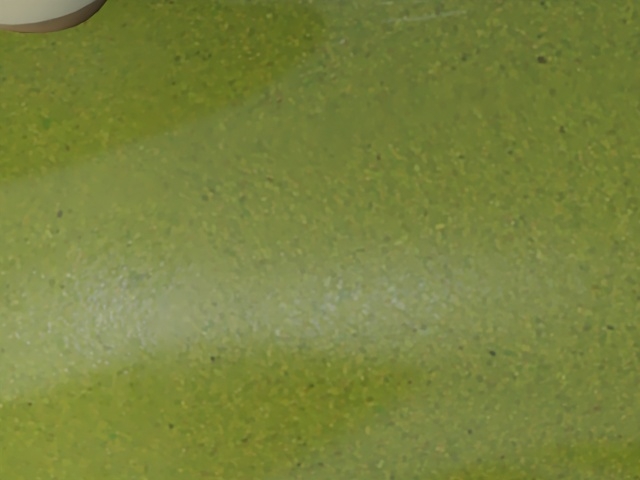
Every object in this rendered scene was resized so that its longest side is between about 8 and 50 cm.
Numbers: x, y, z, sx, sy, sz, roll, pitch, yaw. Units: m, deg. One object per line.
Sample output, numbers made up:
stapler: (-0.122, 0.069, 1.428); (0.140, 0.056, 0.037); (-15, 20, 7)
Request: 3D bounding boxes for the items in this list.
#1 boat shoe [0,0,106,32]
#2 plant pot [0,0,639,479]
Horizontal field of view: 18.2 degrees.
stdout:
boat shoe: (-0.142, -0.119, 0.364); (0.302, 0.098, 0.109); (11, 45, -40)
plant pot: (0.000, 0.000, 0.634); (0.353, 0.366, 0.366); (-7, 90, -11)
